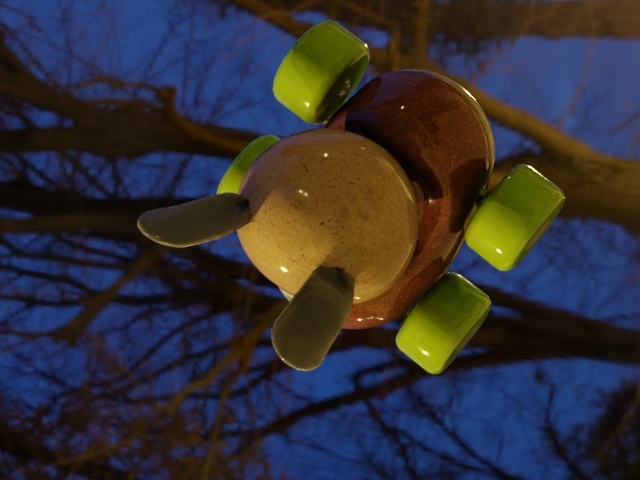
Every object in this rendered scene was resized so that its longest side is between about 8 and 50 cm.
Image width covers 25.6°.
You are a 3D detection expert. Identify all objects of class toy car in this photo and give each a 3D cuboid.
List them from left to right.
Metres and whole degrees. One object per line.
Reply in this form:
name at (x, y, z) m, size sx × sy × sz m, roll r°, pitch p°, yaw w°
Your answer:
toy car at (0.000, 0.000, 0.678) m, size 0.188 × 0.155 × 0.149 m, roll -34°, pitch -22°, yaw -55°
